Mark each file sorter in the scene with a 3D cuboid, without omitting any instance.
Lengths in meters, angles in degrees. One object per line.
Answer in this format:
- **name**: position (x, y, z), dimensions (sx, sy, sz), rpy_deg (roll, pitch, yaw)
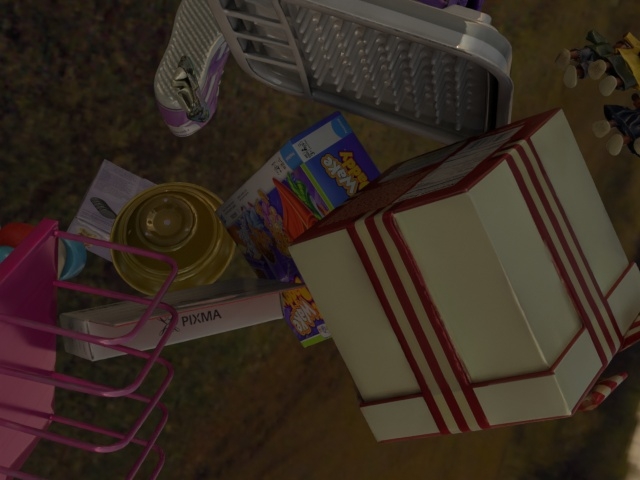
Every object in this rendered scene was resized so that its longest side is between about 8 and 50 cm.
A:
- **file sorter**: position (-0.271, 0.162, 1.258), dimensions (0.202, 0.182, 0.291), rpy_deg (-65, 166, -60)

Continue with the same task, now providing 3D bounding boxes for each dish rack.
- **dish rack**: position (0.055, -0.205, 1.199), dimensions (0.285, 0.333, 0.072), rpy_deg (65, 46, -73)

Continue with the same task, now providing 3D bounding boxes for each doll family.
- **doll family**: position (0.322, -0.138, 1.090), dimensions (0.111, 0.193, 0.076), rpy_deg (-16, 165, -32)

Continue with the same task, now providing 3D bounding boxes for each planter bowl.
- **planter bowl**: position (-0.259, -0.016, 1.933), dimensions (0.090, 0.217, 0.217), rpy_deg (-121, -144, -61)

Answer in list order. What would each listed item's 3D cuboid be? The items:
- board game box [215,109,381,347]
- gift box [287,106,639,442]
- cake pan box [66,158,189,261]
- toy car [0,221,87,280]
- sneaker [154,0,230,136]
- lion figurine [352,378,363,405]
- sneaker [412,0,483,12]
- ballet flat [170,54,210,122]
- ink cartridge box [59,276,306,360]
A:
- **board game box**: position (0.000, 0.000, 1.431), dimensions (0.078, 0.233, 0.347), rpy_deg (-34, 180, -23)
- **gift box**: position (0.172, 0.039, 1.098), dimensions (0.276, 0.255, 0.258), rpy_deg (-35, 104, -43)
- **cake pan box**: position (-0.361, -0.031, 2.272), dimensions (0.070, 0.267, 0.246), rpy_deg (-55, -164, 31)
- **toy car**: position (-0.514, 0.036, 1.656), dimensions (0.210, 0.238, 0.219), rpy_deg (-60, 170, 14)
- **sneaker**: position (-0.191, -0.301, 1.831), dimensions (0.161, 0.102, 0.282), rpy_deg (86, 28, -65)
- **lion figurine**: position (0.160, 0.096, 1.603), dimensions (0.142, 0.240, 0.392), rpy_deg (5, 138, -37)
- **sneaker**: position (0.168, -0.383, 1.703), dimensions (0.236, 0.104, 0.095), rpy_deg (8, 102, -49)
- **ballet flat**: position (-0.192, -0.218, 1.597), dimensions (0.041, 0.041, 0.114), rpy_deg (65, 3, -67)
- **ink cartridge box**: position (-0.171, 0.101, 1.449), dimensions (0.275, 0.239, 0.060), rpy_deg (-11, 96, -27)
